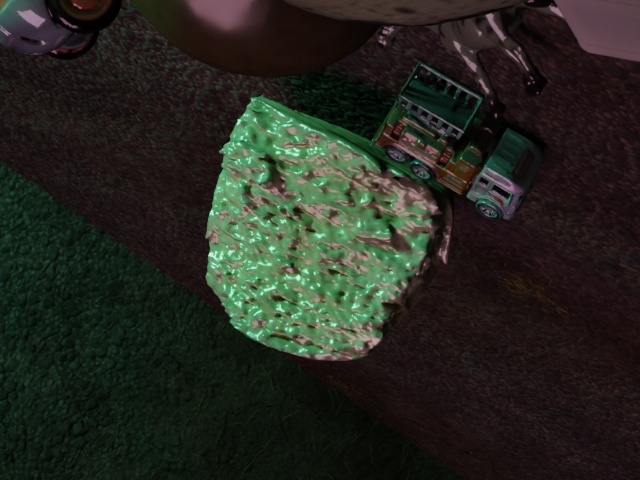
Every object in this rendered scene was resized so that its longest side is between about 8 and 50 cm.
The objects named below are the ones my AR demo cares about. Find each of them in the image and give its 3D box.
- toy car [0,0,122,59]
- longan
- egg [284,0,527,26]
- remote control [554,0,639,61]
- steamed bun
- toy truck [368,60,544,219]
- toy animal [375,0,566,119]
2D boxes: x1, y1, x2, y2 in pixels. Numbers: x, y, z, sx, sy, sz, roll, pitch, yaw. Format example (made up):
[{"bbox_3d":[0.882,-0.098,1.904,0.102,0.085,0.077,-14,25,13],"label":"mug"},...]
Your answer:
[{"bbox_3d":[-0.223,-0.306,1.513,0.212,0.270,0.180,51,167,-7],"label":"toy car"},{"bbox_3d":[-0.050,-0.257,1.334,0.258,0.258,0.258,27,165,8],"label":"longan"},{"bbox_3d":[0.063,-0.275,0.987,0.379,0.287,0.287,-9,141,46],"label":"egg"},{"bbox_3d":[0.313,-0.176,1.287,0.277,0.055,0.103,16,160,38],"label":"remote control"},{"bbox_3d":[0.000,0.000,1.968,0.290,0.272,0.273,34,-171,16],"label":"steamed bun"},{"bbox_3d":[0.156,-0.106,1.772,0.177,0.080,0.115,31,156,2],"label":"toy truck"},{"bbox_3d":[0.138,-0.203,1.500,0.176,0.073,0.217,47,159,-7],"label":"toy animal"}]
